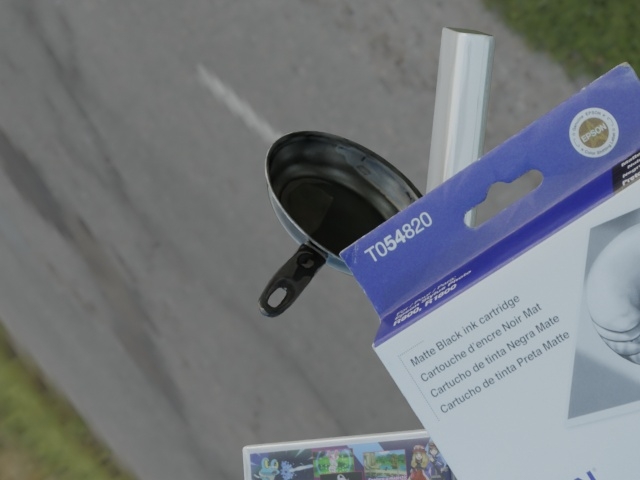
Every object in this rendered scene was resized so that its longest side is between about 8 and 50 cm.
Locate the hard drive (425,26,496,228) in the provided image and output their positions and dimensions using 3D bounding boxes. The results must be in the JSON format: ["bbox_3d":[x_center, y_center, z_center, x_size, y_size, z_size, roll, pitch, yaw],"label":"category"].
[{"bbox_3d":[0.139,-0.067,1.901,0.203,0.040,0.307,-99,15,-81],"label":"hard drive"}]

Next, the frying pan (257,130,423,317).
[{"bbox_3d":[0.026,0.010,1.735,0.197,0.326,0.053,23,127,-16],"label":"frying pan"}]

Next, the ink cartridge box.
[{"bbox_3d":[0.148,0.046,1.062,0.224,0.223,0.045,57,-160,6],"label":"ink cartridge box"}]

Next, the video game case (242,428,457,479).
[{"bbox_3d":[0.031,0.267,1.620,0.023,0.201,0.183,18,-114,-68],"label":"video game case"}]
